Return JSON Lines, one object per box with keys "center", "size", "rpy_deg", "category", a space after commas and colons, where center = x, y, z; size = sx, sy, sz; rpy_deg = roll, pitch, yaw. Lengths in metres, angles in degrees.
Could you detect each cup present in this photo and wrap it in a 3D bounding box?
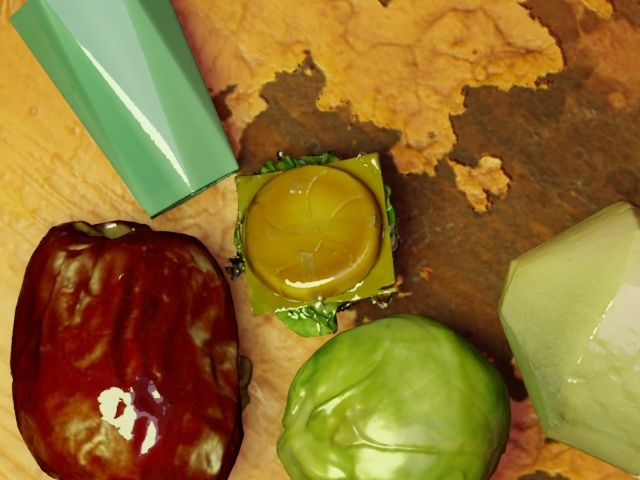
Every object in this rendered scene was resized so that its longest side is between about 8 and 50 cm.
{"center": [-0.169, -0.146, 1.820], "size": [0.134, 0.148, 0.235], "rpy_deg": [-31, 90, -29], "category": "cup"}

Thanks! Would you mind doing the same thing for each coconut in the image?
{"center": [0.279, 0.087, 1.761], "size": [0.259, 0.259, 0.259], "rpy_deg": [0, 88, -2], "category": "coconut"}

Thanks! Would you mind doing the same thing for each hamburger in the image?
{"center": [-0.002, 0.004, 1.823], "size": [0.164, 0.093, 0.189], "rpy_deg": [2, 69, 10], "category": "hamburger"}

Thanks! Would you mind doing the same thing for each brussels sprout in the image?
{"center": [0.069, 0.171, 1.796], "size": [0.223, 0.161, 0.223], "rpy_deg": [0, 93, -5], "category": "brussels sprout"}

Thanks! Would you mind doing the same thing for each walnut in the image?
{"center": [-0.158, 0.111, 1.782], "size": [0.244, 0.222, 0.269], "rpy_deg": [8, 79, -33], "category": "walnut"}
